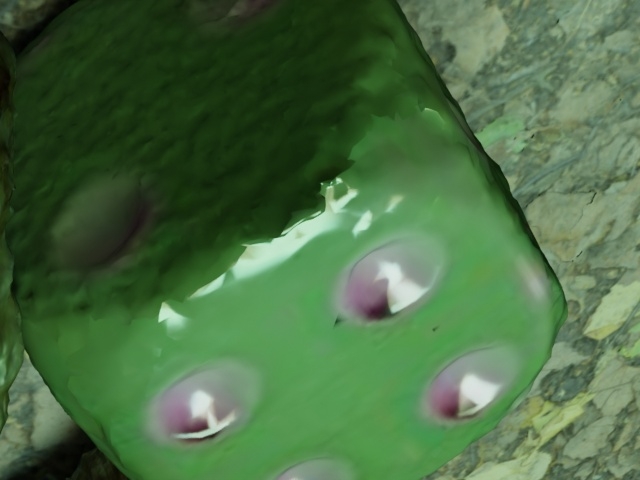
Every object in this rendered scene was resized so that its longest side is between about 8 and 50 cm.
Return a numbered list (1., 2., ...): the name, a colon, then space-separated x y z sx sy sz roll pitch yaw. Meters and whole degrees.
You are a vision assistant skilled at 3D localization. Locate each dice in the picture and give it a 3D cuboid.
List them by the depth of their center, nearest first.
1. dice: -0.035 -0.010 1.032 0.330 0.318 0.322 -34 137 5

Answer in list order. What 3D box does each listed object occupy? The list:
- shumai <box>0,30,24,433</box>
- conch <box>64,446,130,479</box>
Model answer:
1. shumai: -0.316 0.052 0.836 0.395 0.395 0.348 -23 116 -7
2. conch: -0.113 0.246 1.325 0.210 0.352 0.297 -59 140 -37
